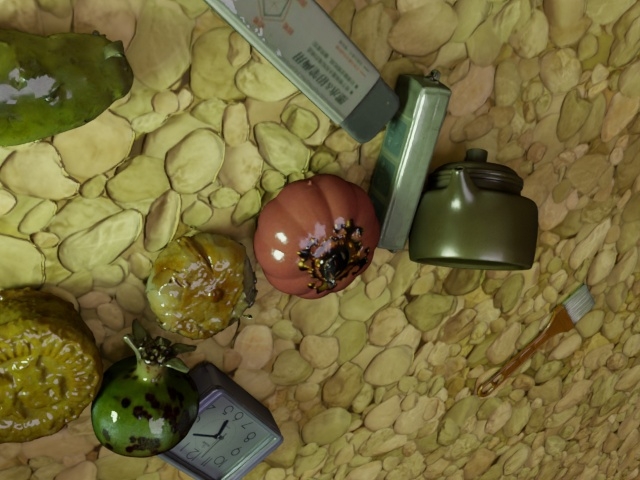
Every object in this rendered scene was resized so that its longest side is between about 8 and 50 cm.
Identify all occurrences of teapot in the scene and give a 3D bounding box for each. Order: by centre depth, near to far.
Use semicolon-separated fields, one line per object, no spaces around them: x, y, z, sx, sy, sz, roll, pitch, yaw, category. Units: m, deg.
0.232;-0.046;0.970;0.267;0.185;0.176;19;77;-66;teapot

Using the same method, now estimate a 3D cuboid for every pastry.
-0.367;0.155;0.791;0.188;0.103;0.189;-13;123;-21;pastry
-0.158;0.059;0.866;0.153;0.081;0.153;-8;122;-14;pastry

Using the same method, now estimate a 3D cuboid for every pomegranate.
-0.227;0.202;0.865;0.148;0.148;0.169;20;98;-36;pomegranate

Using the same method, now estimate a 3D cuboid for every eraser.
-0.033;-0.244;0.766;0.089;0.061;0.352;-49;129;4;eraser

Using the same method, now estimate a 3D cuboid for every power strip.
0.115;-0.106;0.918;0.052;0.078;0.272;3;117;-24;power strip

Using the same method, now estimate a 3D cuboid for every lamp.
0.000;0.000;0.880;0.182;0.140;0.182;-17;128;-24;lamp

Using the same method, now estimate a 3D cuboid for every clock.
-0.167;0.294;1.004;0.144;0.073;0.193;-41;129;-2;clock

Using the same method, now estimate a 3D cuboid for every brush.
0.439;0.215;1.328;0.314;0.017;0.090;-42;129;1;brush

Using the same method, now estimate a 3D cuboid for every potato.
-0.303;-0.157;0.650;0.225;0.090;0.117;-11;127;-19;potato
